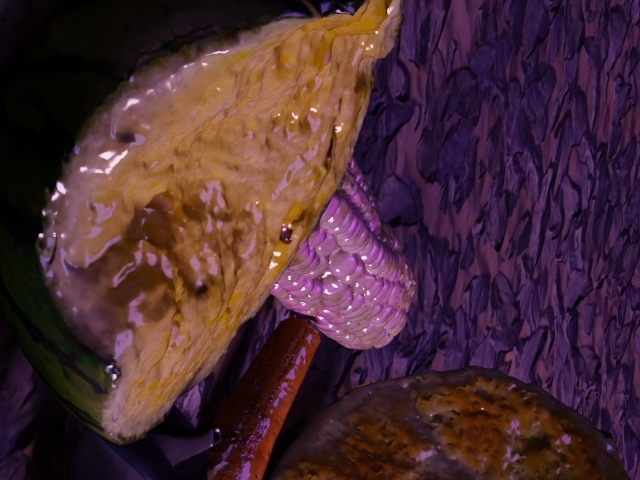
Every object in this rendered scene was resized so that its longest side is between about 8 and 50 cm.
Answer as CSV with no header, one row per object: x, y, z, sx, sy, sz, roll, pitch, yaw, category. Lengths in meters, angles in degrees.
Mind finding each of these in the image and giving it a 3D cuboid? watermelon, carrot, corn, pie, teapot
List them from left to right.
-0.116,0.178,1.156,0.087,0.096,0.177,-28,150,-60,teapot
-0.092,-0.062,1.061,0.331,0.189,0.331,-54,175,-7,watermelon
-0.049,0.132,1.365,0.161,0.055,0.055,-63,150,-20,carrot
-0.002,0.002,1.362,0.335,0.127,0.126,48,55,-61,corn
0.107,0.243,1.452,0.078,0.371,0.296,100,-12,-62,pie

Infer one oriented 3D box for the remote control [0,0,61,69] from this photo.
-0.201,-0.146,0.982,0.313,0.055,0.109,-60,154,-47,remote control
